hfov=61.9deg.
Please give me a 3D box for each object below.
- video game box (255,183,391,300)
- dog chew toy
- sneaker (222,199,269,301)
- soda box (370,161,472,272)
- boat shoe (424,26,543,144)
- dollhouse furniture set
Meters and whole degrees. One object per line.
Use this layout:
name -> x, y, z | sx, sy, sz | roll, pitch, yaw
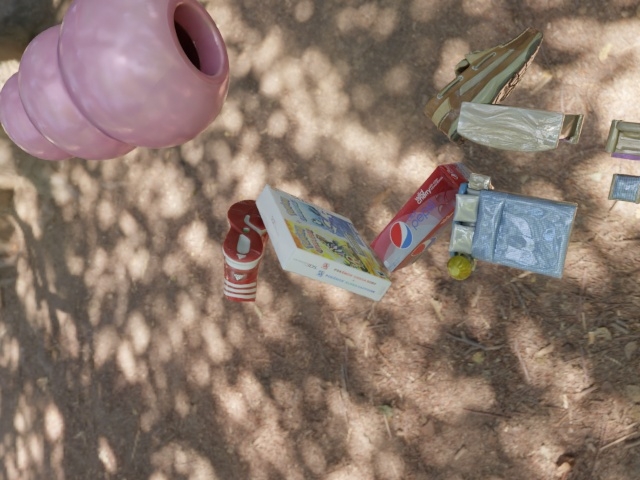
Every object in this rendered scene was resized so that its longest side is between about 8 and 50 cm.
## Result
video game box -> 0.000, 0.000, 0.881 | 0.048, 0.187, 0.205 | -59, 32, 21
dog chew toy -> -0.285, -0.198, 0.697 | 0.332, 0.206, 0.206 | -15, 74, 26
sneaker -> -0.133, 0.022, 0.920 | 0.087, 0.221, 0.128 | 15, 119, 0
soda box -> 0.218, -0.045, 1.121 | 0.083, 0.092, 0.263 | 55, 134, 20
boat shoe -> 0.333, -0.337, 1.087 | 0.120, 0.122, 0.324 | 38, 68, 14
dollhouse furniture set -> 0.332, -0.043, 0.817 | 0.286, 0.198, 0.303 | 17, 111, 30
